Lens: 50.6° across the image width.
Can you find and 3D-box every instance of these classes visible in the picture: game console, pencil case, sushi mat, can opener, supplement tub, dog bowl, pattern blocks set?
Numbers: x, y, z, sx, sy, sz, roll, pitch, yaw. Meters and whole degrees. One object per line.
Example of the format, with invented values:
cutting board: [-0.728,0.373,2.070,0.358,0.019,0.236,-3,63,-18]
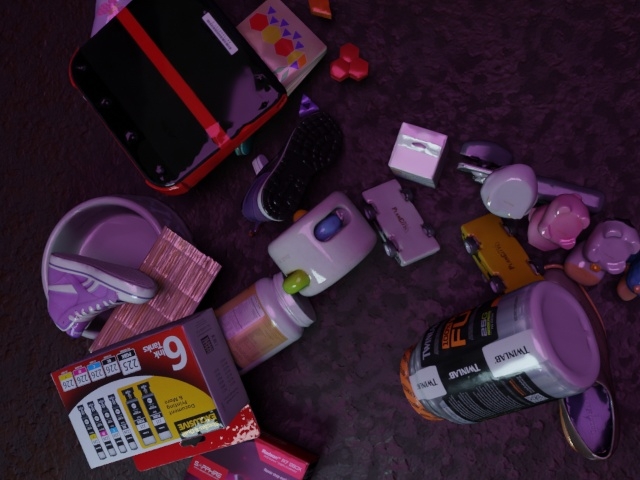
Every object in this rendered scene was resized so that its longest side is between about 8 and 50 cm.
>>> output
game console: [-0.302,-0.324,1.387,0.342,0.060,0.386,-39,81,5]
pencil case: [-0.451,-0.426,1.508,0.124,0.113,0.273,7,88,-5]
sushi mat: [-0.340,0.141,1.383,0.151,0.019,0.316,33,95,8]
can opener: [0.405,-0.127,1.306,0.283,0.076,0.095,16,90,13]
supplement tub: [-0.124,0.166,1.370,0.199,0.144,0.144,-34,79,8]
dog bowl: [-0.446,0.061,1.475,0.348,0.102,0.349,-1,85,13]
pattern blocks set: [-0.087,-0.401,1.403,0.285,0.026,0.325,-34,80,-3]
supplement tub: [0.302,0.209,1.190,0.316,0.193,0.194,-33,77,42]

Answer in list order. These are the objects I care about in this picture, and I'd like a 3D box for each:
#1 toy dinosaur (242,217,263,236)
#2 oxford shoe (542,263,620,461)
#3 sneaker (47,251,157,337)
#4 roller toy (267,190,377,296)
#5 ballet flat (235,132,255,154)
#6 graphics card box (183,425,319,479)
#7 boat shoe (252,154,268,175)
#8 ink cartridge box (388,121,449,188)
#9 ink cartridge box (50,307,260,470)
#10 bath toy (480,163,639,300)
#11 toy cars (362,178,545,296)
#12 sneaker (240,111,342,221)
toy dinosaur: [-0.126,-0.047,1.442,0.090,0.047,0.082,3,105,3]
oxford shoe: [0.472,0.215,1.232,0.130,0.133,0.364,-17,80,12]
sneaker: [-0.442,0.125,1.358,0.282,0.102,0.161,11,92,34]
roller toy: [0.000,0.000,1.318,0.191,0.209,0.146,-37,94,18]
ballet flat: [-0.166,-0.302,1.449,0.087,0.083,0.247,13,83,13]
graphics card box: [-0.182,0.561,1.358,0.232,0.094,0.371,22,85,16]
boat shoe: [-0.119,-0.133,1.452,0.035,0.035,0.100,-29,83,37]
ink cartridge box: [0.193,-0.165,1.322,0.092,0.143,0.090,19,90,14]
ink cartridge box: [-0.308,0.312,1.291,0.309,0.130,0.272,-22,92,19]
bath toy: [0.440,-0.026,1.217,0.348,0.129,0.151,32,121,-3]
toy cars: [0.251,0.011,1.323,0.393,0.087,0.176,20,62,16]
sneaker: [-0.070,-0.155,1.382,0.107,0.124,0.283,49,59,-23]
